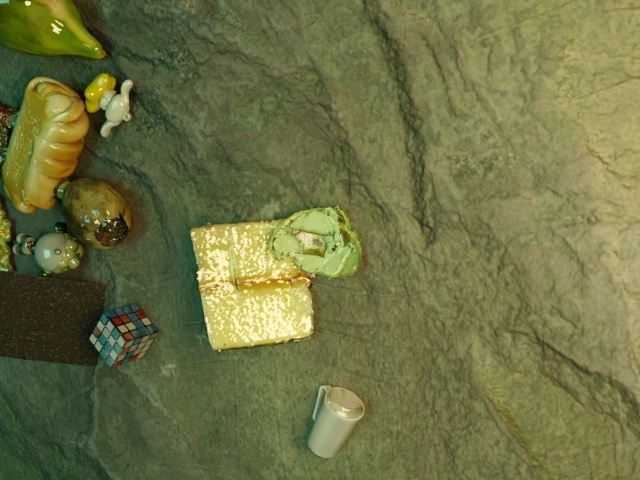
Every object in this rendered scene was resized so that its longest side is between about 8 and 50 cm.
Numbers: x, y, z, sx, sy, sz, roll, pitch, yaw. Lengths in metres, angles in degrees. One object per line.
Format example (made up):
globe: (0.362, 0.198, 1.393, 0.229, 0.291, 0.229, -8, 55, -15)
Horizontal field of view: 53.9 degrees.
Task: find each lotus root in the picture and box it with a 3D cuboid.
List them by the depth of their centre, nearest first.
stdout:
lotus root: (-0.493, -0.069, 1.359, 0.214, 0.138, 0.138, 40, 116, 22)

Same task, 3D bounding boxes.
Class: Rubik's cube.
Rubik's cube: (-0.432, 0.207, 1.382, 0.092, 0.092, 0.092, 45, 118, 18)

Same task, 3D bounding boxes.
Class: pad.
pad: (-0.678, 0.179, 1.463, 0.330, 0.004, 0.219, 10, 106, -11)

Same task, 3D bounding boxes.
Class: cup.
cup: (0.018, 0.317, 1.133, 0.104, 0.074, 0.116, 52, 129, 43)

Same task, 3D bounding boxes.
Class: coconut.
coconut: (0.001, 0.003, 1.087, 0.158, 0.055, 0.133, 29, 87, 9)

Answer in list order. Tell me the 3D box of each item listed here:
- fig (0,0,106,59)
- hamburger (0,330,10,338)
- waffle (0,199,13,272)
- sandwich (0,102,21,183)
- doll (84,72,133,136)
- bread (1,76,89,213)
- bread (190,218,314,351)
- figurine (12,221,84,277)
fig: (-0.579, -0.462, 1.332, 0.275, 0.206, 0.206, 37, 119, -10)
hamburger: (-0.758, 0.177, 1.540, 0.186, 0.177, 0.113, 16, 99, 16)
waffle: (-0.896, -0.015, 1.674, 0.243, 0.059, 0.237, -1, 94, 30)
sandwich: (-0.778, -0.235, 1.541, 0.159, 0.079, 0.235, -3, 96, 33)
doll: (-0.442, -0.296, 1.329, 0.135, 0.071, 0.113, -28, 90, 28)
bread: (-0.618, -0.205, 1.419, 0.173, 0.121, 0.311, 45, 118, 24)
bread: (-0.113, 0.074, 1.130, 0.178, 0.135, 0.240, -8, 91, 33)
figurine: (-0.645, 0.024, 1.495, 0.197, 0.093, 0.147, 8, 80, 39)
